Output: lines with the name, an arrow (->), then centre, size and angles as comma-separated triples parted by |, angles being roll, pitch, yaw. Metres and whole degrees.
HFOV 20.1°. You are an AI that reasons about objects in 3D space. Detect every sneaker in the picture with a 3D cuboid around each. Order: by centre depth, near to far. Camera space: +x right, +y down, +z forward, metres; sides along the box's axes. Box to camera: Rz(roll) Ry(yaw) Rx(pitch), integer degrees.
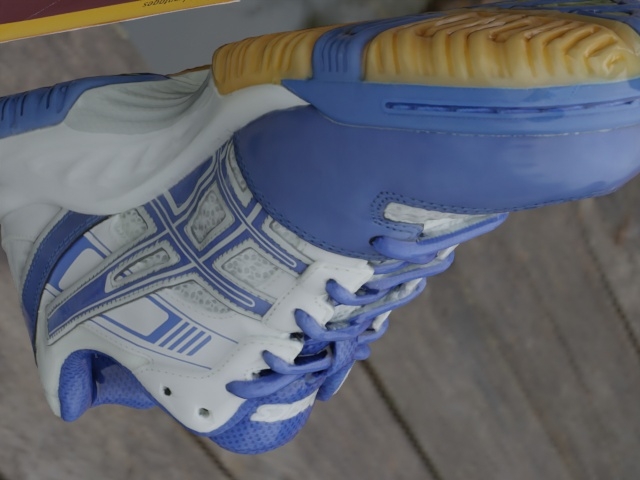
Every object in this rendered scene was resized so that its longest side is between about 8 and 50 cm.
sneaker -> 0.000, 0.000, 0.570 | 0.112, 0.296, 0.131 | -10, 92, -37

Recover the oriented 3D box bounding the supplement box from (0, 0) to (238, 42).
supplement box -> -0.118, -0.234, 1.044 | 0.191, 0.129, 0.194 | -15, 155, -34
